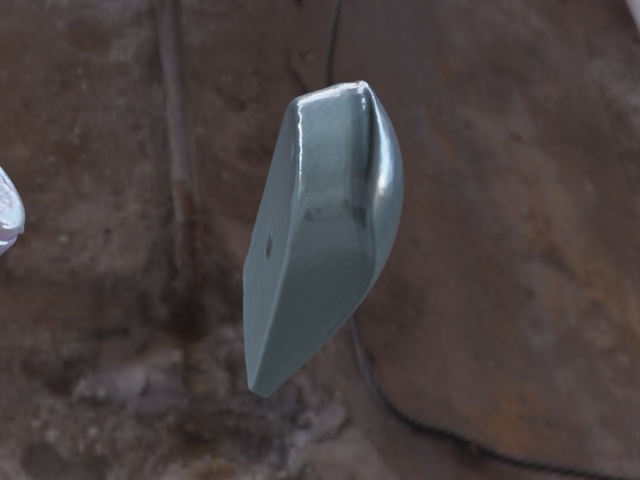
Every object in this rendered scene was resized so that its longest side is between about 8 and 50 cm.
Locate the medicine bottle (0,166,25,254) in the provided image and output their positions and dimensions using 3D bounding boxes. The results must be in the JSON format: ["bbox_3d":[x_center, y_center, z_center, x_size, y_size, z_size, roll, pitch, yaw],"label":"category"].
[{"bbox_3d":[-0.233,0.036,0.788,0.219,0.078,0.115,-37,-81,14],"label":"medicine bottle"}]

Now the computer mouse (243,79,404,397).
[{"bbox_3d":[0.000,0.000,1.095,0.079,0.128,0.231,10,-40,-11],"label":"computer mouse"}]
